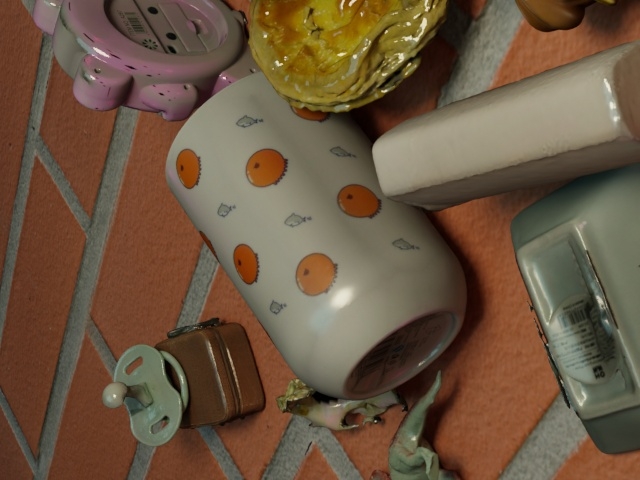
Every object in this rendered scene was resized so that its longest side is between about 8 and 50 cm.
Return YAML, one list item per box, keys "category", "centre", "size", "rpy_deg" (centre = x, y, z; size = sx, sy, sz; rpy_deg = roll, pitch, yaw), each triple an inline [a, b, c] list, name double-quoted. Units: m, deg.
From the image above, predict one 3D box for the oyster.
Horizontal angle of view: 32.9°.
- category: "oyster"
  centre: [0.024, 0.173, 1.254]
  size: [0.209, 0.133, 0.072]
  rpy_deg: [114, 159, -68]

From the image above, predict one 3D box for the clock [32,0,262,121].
- category: "clock"
  centre: [-0.209, -0.243, 1.329]
  size: [0.227, 0.248, 0.090]
  rpy_deg: [57, 138, 27]

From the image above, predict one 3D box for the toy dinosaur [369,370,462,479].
- category: "toy dinosaur"
  centre: [0.102, 0.233, 1.199]
  size: [0.167, 0.053, 0.242]
  rpy_deg: [34, 135, 53]

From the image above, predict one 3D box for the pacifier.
- category: "pacifier"
  centre: [-0.254, 0.215, 1.526]
  size: [0.127, 0.116, 0.150]
  rpy_deg: [-31, 69, 26]

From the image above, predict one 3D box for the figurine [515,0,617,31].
- category: "figurine"
  centre: [0.160, -0.268, 0.889]
  size: [0.263, 0.189, 0.142]
  rpy_deg: [37, 172, 41]

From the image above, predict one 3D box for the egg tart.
- category: "egg tart"
  centre: [0.036, -0.236, 1.083]
  size: [0.241, 0.106, 0.241]
  rpy_deg: [-10, 71, 33]

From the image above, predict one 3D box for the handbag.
- category: "handbag"
  centre: [-0.165, 0.190, 1.548]
  size: [0.193, 0.072, 0.151]
  rpy_deg: [-17, 86, 56]

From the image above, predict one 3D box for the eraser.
- category: "eraser"
  centre: [0.190, -0.091, 0.880]
  size: [0.270, 0.174, 0.095]
  rpy_deg: [-11, 93, 55]

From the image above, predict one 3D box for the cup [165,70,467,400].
- category: "cup"
  centre: [0.000, 0.000, 1.139]
  size: [0.317, 0.212, 0.212]
  rpy_deg: [55, 139, 28]

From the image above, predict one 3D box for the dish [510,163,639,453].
- category: "dish"
  centre: [0.242, 0.065, 0.937]
  size: [0.182, 0.080, 0.243]
  rpy_deg: [-34, 73, 53]
